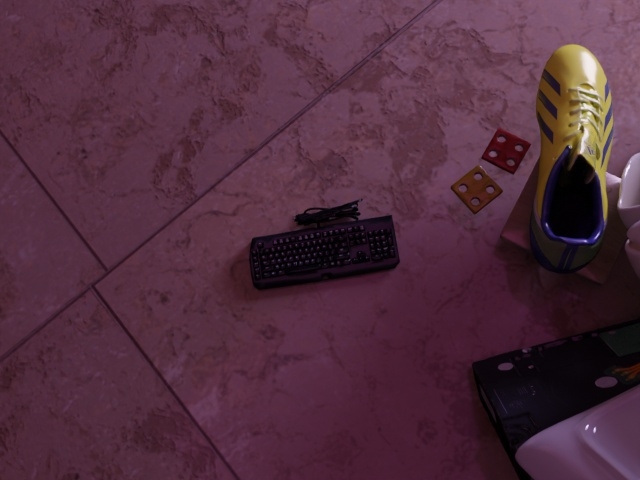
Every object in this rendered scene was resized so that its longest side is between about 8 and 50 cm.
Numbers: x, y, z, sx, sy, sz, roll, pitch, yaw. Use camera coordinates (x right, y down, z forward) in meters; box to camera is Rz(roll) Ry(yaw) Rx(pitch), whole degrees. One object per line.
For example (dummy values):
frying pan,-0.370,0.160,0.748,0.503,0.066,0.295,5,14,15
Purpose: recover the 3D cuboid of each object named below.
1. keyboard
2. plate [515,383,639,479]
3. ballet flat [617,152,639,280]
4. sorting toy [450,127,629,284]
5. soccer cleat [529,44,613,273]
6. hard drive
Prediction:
keyboard,0.000,0.000,0.957,0.191,0.038,0.100,-10,73,3
plate,0.339,0.171,0.585,0.277,0.278,0.045,-21,114,-13
ballet flat,0.400,-0.027,0.763,0.181,0.483,0.164,-7,117,24
sorting toy,0.300,-0.031,0.927,0.274,0.046,0.132,27,78,12
soccer cleat,0.296,-0.105,0.860,0.093,0.121,0.289,7,74,8
hard drive,0.350,0.158,0.775,0.338,0.237,0.064,-16,106,2
